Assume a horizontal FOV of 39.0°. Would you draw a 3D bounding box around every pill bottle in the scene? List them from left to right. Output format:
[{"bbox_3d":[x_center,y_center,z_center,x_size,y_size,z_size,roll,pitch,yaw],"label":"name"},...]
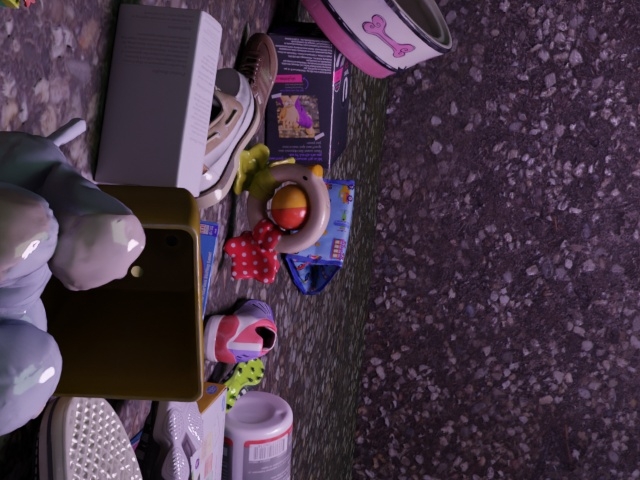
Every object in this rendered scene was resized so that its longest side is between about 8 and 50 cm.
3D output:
[{"bbox_3d":[-0.139,0.451,1.751,0.161,0.161,0.283,-53,149,-66],"label":"pill bottle"}]

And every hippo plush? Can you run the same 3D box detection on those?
[{"bbox_3d":[-0.305,0.027,0.750,0.294,0.234,0.236,45,-62,52],"label":"hippo plush"}]

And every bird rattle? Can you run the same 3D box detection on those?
[{"bbox_3d":[-0.082,-0.050,1.645,0.143,0.207,0.253,19,69,-59],"label":"bird rattle"}]

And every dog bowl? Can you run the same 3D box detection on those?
[{"bbox_3d":[0.080,-0.496,1.767,0.408,0.150,0.408,42,28,-28],"label":"dog bowl"}]

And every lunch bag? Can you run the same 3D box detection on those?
[{"bbox_3d":[0.000,0.000,2.237,0.293,0.138,0.220,92,7,-69],"label":"lunch bag"}]

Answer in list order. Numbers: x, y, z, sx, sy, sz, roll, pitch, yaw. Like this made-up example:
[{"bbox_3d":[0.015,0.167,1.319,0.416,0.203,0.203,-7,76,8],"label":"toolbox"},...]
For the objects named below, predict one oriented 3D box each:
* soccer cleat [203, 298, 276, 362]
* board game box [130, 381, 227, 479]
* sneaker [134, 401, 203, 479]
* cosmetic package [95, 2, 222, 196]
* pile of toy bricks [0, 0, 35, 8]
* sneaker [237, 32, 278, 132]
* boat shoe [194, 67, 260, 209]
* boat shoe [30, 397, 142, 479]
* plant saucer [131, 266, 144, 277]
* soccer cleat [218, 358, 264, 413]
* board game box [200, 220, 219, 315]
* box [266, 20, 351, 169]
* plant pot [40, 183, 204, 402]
[{"bbox_3d":[-0.128,0.179,1.729,0.318,0.117,0.108,-8,106,-77],"label":"soccer cleat"},{"bbox_3d":[-0.240,0.397,1.474,0.316,0.064,0.242,-39,136,-73],"label":"board game box"},{"bbox_3d":[-0.247,0.308,1.242,0.101,0.153,0.268,58,19,-50],"label":"sneaker"},{"bbox_3d":[-0.205,-0.177,1.153,0.085,0.117,0.231,7,92,-77],"label":"cosmetic package"},{"bbox_3d":[-0.289,-0.221,0.757,0.118,0.105,0.212,49,50,-74],"label":"pile of toy bricks"},{"bbox_3d":[-0.120,-0.279,1.597,0.071,0.066,0.188,8,89,-77],"label":"sneaker"},{"bbox_3d":[-0.164,-0.180,1.337,0.302,0.113,0.103,-86,159,-48],"label":"boat shoe"},{"bbox_3d":[-0.296,0.426,1.052,0.187,0.156,0.499,-6,92,-73],"label":"boat shoe"},{"bbox_3d":[-0.260,0.095,1.238,0.188,0.045,0.188,35,64,-76],"label":"plant saucer"},{"bbox_3d":[-0.168,0.275,1.701,0.060,0.072,0.179,57,34,-6],"label":"soccer cleat"},{"bbox_3d":[-0.192,0.059,1.368,0.210,0.047,0.160,147,-47,-80],"label":"board game box"},{"bbox_3d":[-0.022,-0.300,1.854,0.165,0.143,0.270,-57,153,-63],"label":"box"},{"bbox_3d":[-0.226,0.037,1.016,0.187,0.212,0.212,-85,177,-64],"label":"plant pot"}]
